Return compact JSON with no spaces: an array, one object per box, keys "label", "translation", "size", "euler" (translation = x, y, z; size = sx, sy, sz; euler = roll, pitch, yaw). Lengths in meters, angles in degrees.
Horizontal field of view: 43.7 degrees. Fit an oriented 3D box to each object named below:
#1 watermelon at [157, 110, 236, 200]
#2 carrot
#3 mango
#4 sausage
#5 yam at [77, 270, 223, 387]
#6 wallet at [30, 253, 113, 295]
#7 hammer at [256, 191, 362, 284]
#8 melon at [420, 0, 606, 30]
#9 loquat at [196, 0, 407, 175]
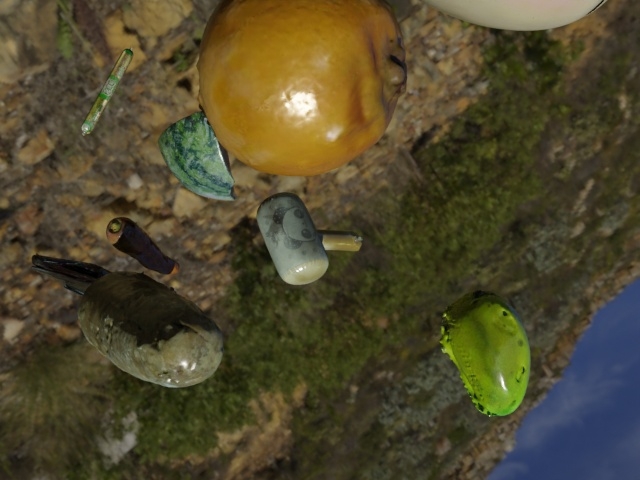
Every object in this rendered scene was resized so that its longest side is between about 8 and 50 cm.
[{"label":"watermelon","translation":[-0.300,-0.208,2.075],"size":[0.176,0.260,0.256],"euler":[-24,-165,-39]},{"label":"carrot","translation":[-0.256,0.017,1.181],"size":[0.047,0.047,0.191],"euler":[-34,151,2]},{"label":"mango","translation":[0.238,0.156,1.117],"size":[0.100,0.178,0.119],"euler":[-13,177,-29]},{"label":"sausage","translation":[-0.554,-0.390,2.078],"size":[0.269,0.033,0.033],"euler":[-64,-165,-9]},{"label":"yam","translation":[-0.217,0.115,1.040],"size":[0.133,0.133,0.330],"euler":[-37,-160,-22]},{"label":"wallet","translation":[-0.354,0.098,1.394],"size":[0.172,0.318,0.045],"euler":[8,-108,25]},{"label":"hammer","translation":[0.000,0.000,1.735],"size":[0.113,0.202,0.305],"euler":[-34,158,31]},{"label":"melon","translation":[0.165,-0.340,0.812],"size":[0.223,0.317,0.223],"euler":[-156,-90,-80]},{"label":"loquat","translation":[-0.029,-0.254,1.208],"size":[0.328,0.328,0.328],"euler":[-33,-171,6]}]
